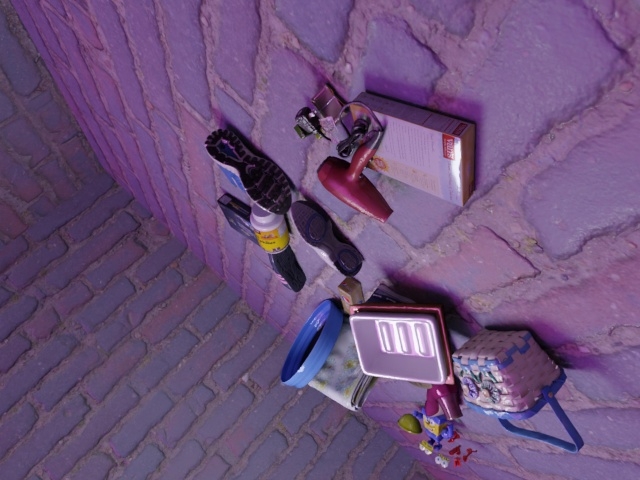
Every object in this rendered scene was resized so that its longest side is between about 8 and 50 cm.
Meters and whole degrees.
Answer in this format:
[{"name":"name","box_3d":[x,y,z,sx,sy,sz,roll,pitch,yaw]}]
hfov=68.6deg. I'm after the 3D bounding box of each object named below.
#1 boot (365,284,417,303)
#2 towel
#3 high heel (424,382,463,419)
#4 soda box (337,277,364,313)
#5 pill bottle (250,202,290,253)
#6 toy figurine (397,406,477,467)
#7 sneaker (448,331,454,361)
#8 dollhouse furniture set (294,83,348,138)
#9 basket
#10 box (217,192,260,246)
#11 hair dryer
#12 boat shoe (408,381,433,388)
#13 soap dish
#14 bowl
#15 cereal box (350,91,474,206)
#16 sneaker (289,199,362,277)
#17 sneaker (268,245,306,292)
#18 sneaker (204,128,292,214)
[{"name":"boot","box_3d":[0.234,0.215,1.464,0.190,0.086,0.069,27,153,38]},{"name":"towel","box_3d":[0.111,0.470,1.847,0.090,0.320,0.374,44,161,-23]},{"name":"high heel","box_3d":[0.451,0.572,1.787,0.377,0.127,0.181,98,156,-72]},{"name":"soda box","box_3d":[0.114,0.205,1.697,0.058,0.061,0.181,32,156,29]},{"name":"pill bottle","box_3d":[-0.181,-0.053,1.666,0.117,0.117,0.215,34,157,25]},{"name":"toy figurine","box_3d":[0.504,0.783,2.056,0.362,0.191,0.217,24,122,57]},{"name":"sneaker","box_3d":[0.349,0.317,1.462,0.094,0.081,0.208,36,156,50]},{"name":"dollhouse furniture set","box_3d":[0.008,-0.278,1.029,0.076,0.058,0.152,53,139,-4]},{"name":"basket","box_3d":[0.474,0.371,1.157,0.289,0.201,0.255,55,158,-2]},{"name":"box","box_3d":[-0.308,-0.076,1.937,0.233,0.059,0.183,32,158,29]},{"name":"hair dryer","box_3d":[0.066,-0.146,0.968,0.224,0.080,0.293,20,152,52]},{"name":"boat shoe","box_3d":[0.324,0.458,1.736,0.113,0.103,0.302,51,159,-18]},{"name":"soap dish","box_3d":[0.239,0.285,1.359,0.291,0.118,0.228,-4,106,37]},{"name":"bowl","box_3d":[-0.033,0.436,1.965,0.077,0.391,0.391,33,160,-8]},{"name":"cereal box","box_3d":[0.174,-0.174,0.888,0.240,0.047,0.173,29,156,33]},{"name":"sneaker","box_3d":[0.000,0.000,1.463,0.297,0.111,0.129,51,164,-15]},{"name":"sneaker","box_3d":[-0.169,0.097,1.941,0.131,0.112,0.319,25,151,34]},{"name":"sneaker","box_3d":[-0.214,-0.207,1.470,0.330,0.130,0.147,45,174,5]}]
